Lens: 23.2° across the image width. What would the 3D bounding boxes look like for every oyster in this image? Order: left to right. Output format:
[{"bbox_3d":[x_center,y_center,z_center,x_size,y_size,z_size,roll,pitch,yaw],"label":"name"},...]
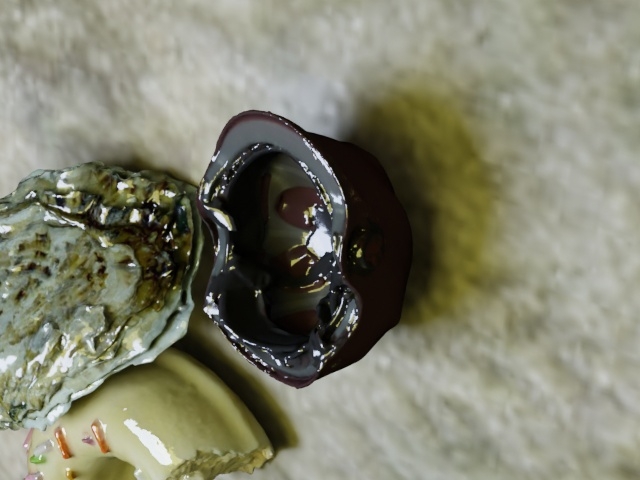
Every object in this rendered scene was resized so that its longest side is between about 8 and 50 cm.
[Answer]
[{"bbox_3d":[-0.132,0.031,0.780,0.177,0.064,0.125,-17,62,26],"label":"oyster"}]

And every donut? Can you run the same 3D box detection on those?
[{"bbox_3d":[-0.105,0.113,0.806,0.108,0.065,0.166,52,130,13],"label":"donut"}]

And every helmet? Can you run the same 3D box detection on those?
[{"bbox_3d":[0.000,0.000,0.677,0.098,0.070,0.123,23,116,41],"label":"helmet"}]
